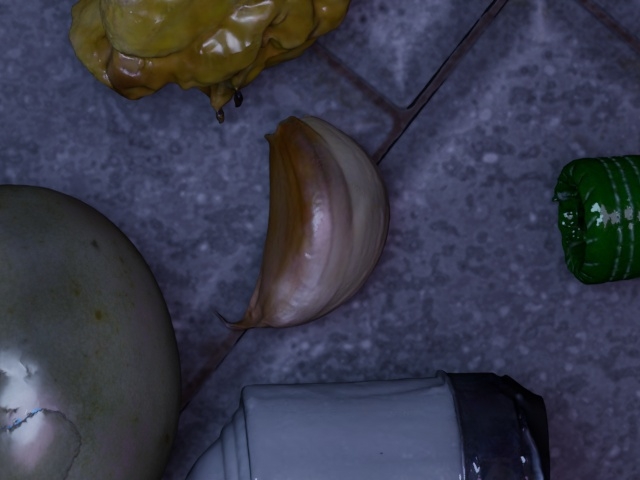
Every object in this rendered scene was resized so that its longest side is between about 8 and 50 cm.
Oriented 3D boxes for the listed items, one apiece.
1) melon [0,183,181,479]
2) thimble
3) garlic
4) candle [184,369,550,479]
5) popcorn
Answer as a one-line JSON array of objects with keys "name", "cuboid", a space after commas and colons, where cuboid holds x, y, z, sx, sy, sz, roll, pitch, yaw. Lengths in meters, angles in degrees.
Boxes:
[{"name": "melon", "cuboid": [-0.244, 0.121, 1.521, 0.268, 0.268, 0.330, -11, 66, -7]}, {"name": "thimble", "cuboid": [0.263, -0.021, 1.660, 0.090, 0.130, 0.118, -8, 116, -6]}, {"name": "garlic", "cuboid": [-0.002, 0.000, 1.632, 0.128, 0.115, 0.207, 15, 96, -15]}, {"name": "candle", "cuboid": [0.026, 0.224, 1.607, 0.342, 0.221, 0.221, -1, 95, -4]}, {"name": "popcorn", "cuboid": [-0.093, -0.216, 1.563, 0.253, 0.190, 0.191, -39, 92, 1]}]
